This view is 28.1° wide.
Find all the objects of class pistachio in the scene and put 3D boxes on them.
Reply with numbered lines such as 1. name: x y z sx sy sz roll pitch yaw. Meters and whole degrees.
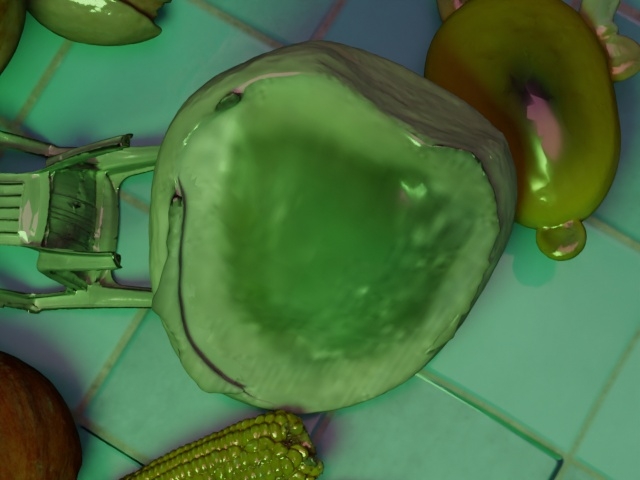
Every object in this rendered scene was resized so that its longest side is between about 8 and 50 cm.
1. pistachio: -0.267 -0.289 1.491 0.184 0.124 0.124 14 80 1

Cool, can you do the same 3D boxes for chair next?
1. chair: -0.292 -0.029 1.419 0.274 0.190 0.203 -5 77 30

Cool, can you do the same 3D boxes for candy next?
1. candy: 0.000 0.000 1.341 0.386 0.186 0.427 9 117 -17

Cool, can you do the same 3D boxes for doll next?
1. doll: 0.192 -0.212 1.456 0.348 0.161 0.423 16 81 17

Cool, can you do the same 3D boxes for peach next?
1. peach: -0.379 0.207 1.357 0.232 0.232 0.257 -9 78 0

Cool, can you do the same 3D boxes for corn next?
1. corn: -0.147 0.273 1.382 0.313 0.102 0.102 -23 80 7

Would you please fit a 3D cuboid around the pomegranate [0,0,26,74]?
1. pomegranate: -0.500 -0.267 1.380 0.411 0.411 0.412 0 80 1
